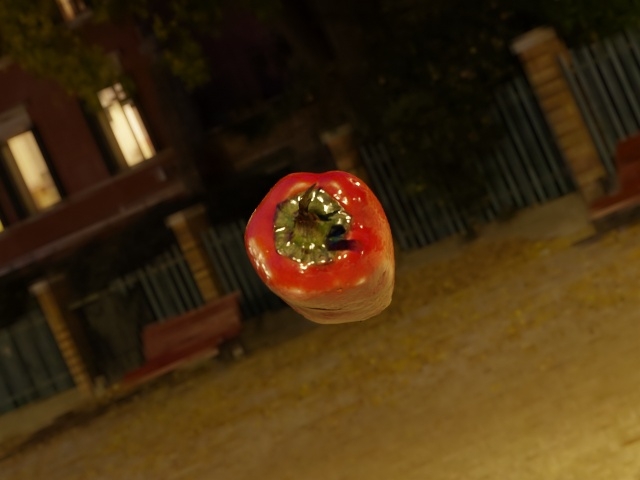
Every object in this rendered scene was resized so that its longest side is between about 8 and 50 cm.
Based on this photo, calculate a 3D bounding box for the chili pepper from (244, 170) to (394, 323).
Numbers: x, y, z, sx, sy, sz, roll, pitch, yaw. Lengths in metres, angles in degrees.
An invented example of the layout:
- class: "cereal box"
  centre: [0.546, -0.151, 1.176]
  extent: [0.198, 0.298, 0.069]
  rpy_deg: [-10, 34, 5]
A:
- class: "chili pepper"
  centre: [0.000, 0.000, 0.885]
  extent: [0.086, 0.084, 0.192]
  rpy_deg: [-26, -18, -5]
